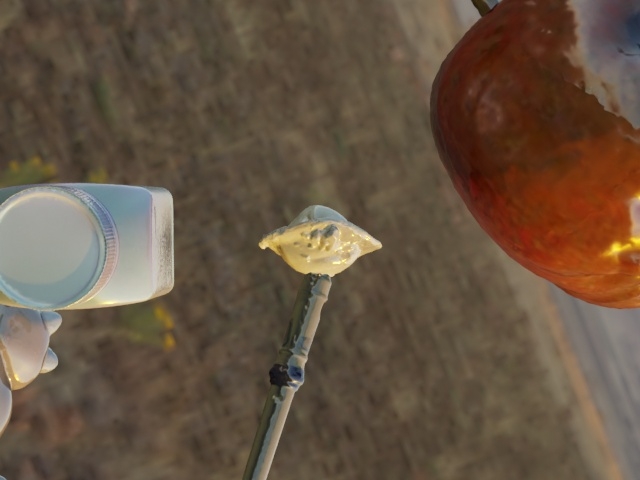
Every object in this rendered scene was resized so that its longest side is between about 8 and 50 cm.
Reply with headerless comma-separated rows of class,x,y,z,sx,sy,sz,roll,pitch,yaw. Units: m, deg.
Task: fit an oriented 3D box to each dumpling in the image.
dumpling,-0.001,0.002,1.305,0.076,0.052,0.057,32,4,6

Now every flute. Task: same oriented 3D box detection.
flute,-0.035,0.129,1.196,0.027,0.027,0.233,50,55,-66

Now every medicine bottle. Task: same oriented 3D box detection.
medicine bottle,-0.107,0.002,0.790,0.118,0.074,0.055,-16,106,-87

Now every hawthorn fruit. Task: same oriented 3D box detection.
hawthorn fruit,0.210,-0.079,1.302,0.262,0.258,0.258,39,-20,55

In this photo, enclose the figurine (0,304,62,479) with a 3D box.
figurine,-0.416,0.114,1.496,0.248,0.381,0.203,-69,-158,14
